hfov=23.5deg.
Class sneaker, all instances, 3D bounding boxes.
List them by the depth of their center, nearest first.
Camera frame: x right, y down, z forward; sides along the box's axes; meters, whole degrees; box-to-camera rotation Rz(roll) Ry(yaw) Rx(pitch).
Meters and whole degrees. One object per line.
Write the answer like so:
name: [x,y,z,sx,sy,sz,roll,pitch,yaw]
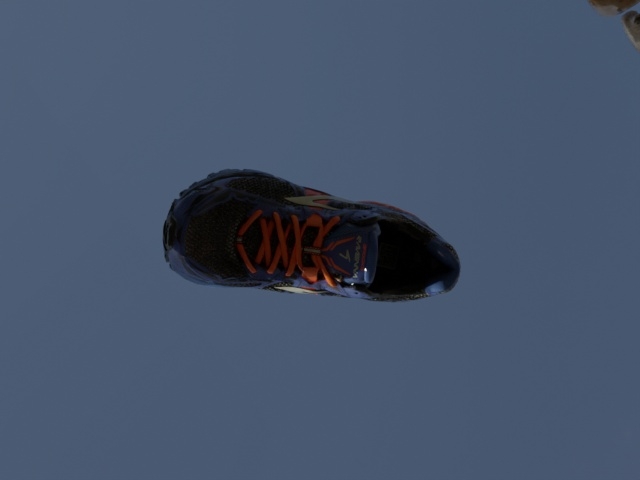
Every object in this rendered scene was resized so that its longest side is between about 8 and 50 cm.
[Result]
sneaker: [0.000,0.000,1.015,0.221,0.087,0.083,3,-84,-31]

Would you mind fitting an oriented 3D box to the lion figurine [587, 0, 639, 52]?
lion figurine: [0.297,-0.144,0.943,0.142,0.240,0.392,34,-144,-44]
